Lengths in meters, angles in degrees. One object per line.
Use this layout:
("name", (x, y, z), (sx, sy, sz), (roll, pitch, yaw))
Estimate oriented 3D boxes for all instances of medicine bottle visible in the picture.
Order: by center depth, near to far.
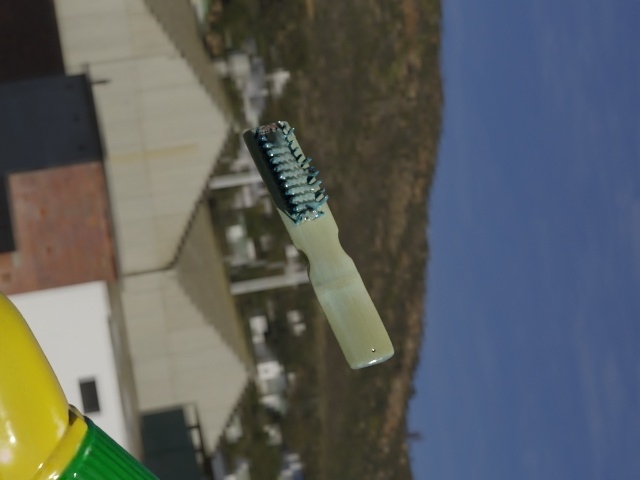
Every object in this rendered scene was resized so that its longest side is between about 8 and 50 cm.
("medicine bottle", (-0.130, 0.071, 0.598), (0.260, 0.095, 0.064), (41, 18, -20))

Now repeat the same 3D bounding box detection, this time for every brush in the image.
("brush", (0.000, 0.000, 0.472), (0.084, 0.016, 0.013), (66, -24, 11))
